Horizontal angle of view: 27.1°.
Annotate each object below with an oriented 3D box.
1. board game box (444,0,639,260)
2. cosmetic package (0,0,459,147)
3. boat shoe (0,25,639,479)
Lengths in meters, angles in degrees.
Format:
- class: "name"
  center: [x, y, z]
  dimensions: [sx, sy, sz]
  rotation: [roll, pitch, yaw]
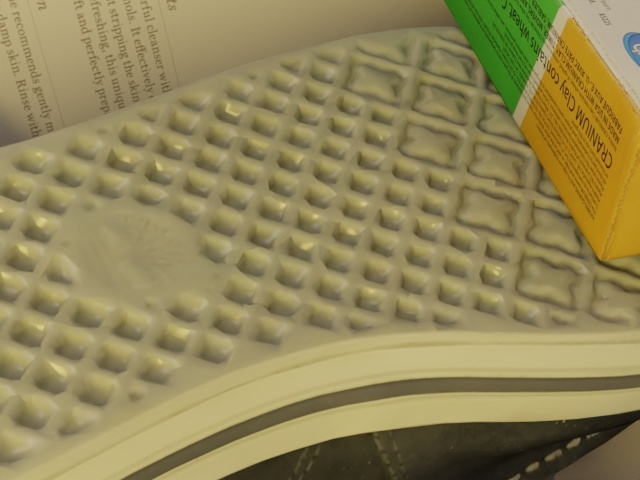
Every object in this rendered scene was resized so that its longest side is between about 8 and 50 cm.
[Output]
- class: "board game box"
  center: [0.209, -0.123, 0.531]
  dimensions: [0.316, 0.064, 0.242]
  rotation: [-10, 48, -14]
- class: "cosmetic package"
  center: [-0.003, -0.131, 0.684]
  dimensions: [0.365, 0.197, 0.155]
  rotation: [-16, 28, -12]
- class: "boat shoe"
  center: [-0.012, 0.043, 0.486]
  dimensions: [0.500, 0.156, 0.187]
  rotation: [-16, 52, -28]
